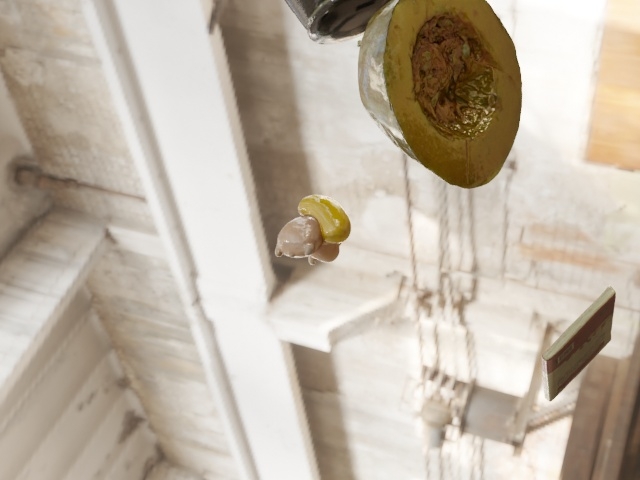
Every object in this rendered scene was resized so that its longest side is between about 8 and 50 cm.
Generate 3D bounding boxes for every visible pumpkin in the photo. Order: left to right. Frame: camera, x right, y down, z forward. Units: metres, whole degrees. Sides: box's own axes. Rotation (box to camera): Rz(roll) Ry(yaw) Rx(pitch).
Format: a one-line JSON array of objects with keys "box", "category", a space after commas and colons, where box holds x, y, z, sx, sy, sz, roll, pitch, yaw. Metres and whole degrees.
[{"box": [0.110, -0.164, 1.057, 0.217, 0.110, 0.218, -3, -86, -43], "category": "pumpkin"}]

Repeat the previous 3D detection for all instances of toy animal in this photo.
[{"box": [0.000, 0.000, 1.367, 0.114, 0.091, 0.082, -53, -32, -32], "category": "toy animal"}]

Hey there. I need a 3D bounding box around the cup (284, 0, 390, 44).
[{"box": [0.023, -0.366, 1.392, 0.177, 0.169, 0.223, 62, -179, 13], "category": "cup"}]

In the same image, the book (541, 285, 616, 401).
[{"box": [0.429, 0.177, 1.668, 0.162, 0.022, 0.232, -43, -26, -8], "category": "book"}]
